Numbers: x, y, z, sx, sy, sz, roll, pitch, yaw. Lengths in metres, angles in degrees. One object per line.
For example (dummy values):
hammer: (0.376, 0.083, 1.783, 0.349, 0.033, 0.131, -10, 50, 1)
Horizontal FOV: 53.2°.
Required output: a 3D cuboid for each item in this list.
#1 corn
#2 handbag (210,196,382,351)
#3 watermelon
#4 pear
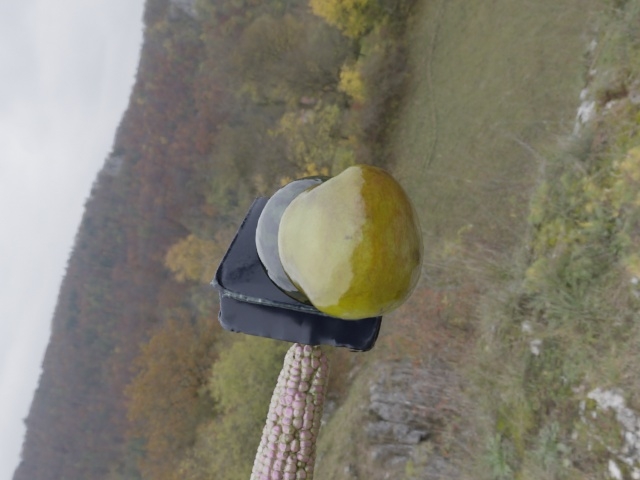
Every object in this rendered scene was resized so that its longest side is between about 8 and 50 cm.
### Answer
corn: (-0.059, 0.370, 1.260, 0.126, 0.127, 0.335, 150, 131, -73)
handbag: (-0.018, 0.049, 1.229, 0.329, 0.304, 0.121, -72, -12, -49)
watermelon: (0.000, 0.000, 1.008, 0.212, 0.212, 0.212, -167, 90, -77)
pear: (0.040, 0.003, 0.813, 0.200, 0.200, 0.199, -167, 90, -77)
